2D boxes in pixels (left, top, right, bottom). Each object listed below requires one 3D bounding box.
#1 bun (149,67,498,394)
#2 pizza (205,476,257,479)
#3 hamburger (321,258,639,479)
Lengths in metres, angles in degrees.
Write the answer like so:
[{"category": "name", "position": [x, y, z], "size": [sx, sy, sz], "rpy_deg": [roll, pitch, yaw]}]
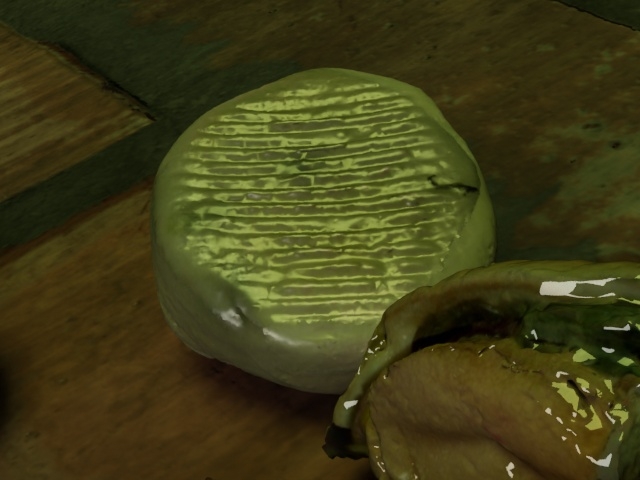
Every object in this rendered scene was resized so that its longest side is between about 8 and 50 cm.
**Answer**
[{"category": "bun", "position": [0.000, 0.000, 0.797], "size": [0.209, 0.116, 0.237], "rpy_deg": [-13, 49, -1]}, {"category": "pizza", "position": [-0.097, 0.195, 0.595], "size": [0.297, 0.071, 0.189], "rpy_deg": [-35, 38, -27]}, {"category": "hamburger", "position": [0.106, 0.073, 0.629], "size": [0.135, 0.155, 0.207], "rpy_deg": [-15, 19, -37]}]
